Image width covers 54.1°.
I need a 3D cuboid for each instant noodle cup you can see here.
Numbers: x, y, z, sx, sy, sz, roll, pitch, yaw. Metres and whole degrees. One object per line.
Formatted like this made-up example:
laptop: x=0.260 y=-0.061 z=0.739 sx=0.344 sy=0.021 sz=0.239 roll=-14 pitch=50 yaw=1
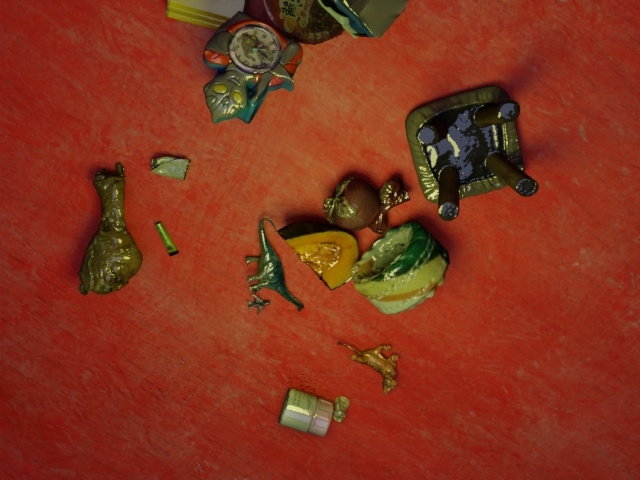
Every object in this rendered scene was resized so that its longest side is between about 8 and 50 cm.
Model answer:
instant noodle cup: x=-0.038 y=-0.655 z=1.651 sx=0.274 sy=0.091 sz=0.274 roll=-5 pitch=105 yaw=-21

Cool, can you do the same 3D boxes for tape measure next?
tape measure: x=0.101 y=-0.680 z=1.579 sx=0.262 sy=0.138 sz=0.259 roll=32 pitch=88 yaw=-26

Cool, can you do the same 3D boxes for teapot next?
teapot: x=0.069 y=0.586 z=2.182 sx=0.057 sy=0.083 sz=0.067 roll=-8 pitch=114 yaw=14

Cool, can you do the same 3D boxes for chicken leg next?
chicken leg: x=-0.663 y=-0.029 z=1.976 sx=0.201 sy=0.153 sz=0.429 roll=8 pitch=106 yaw=11

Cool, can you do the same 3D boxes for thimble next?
thimble: x=0.233 y=0.086 z=1.862 sx=0.288 sy=0.254 sz=0.167 roll=-33 pitch=112 yaw=30

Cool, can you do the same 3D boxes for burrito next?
burrito: x=-0.461 y=-0.228 z=1.920 sx=0.118 sy=0.044 sz=0.074 roll=14 pitch=116 yaw=-3

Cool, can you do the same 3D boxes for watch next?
watch: x=-0.203 y=-0.417 z=1.675 sx=0.241 sy=0.274 sz=0.305 roll=30 pitch=80 yaw=-7

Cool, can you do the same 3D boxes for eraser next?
eraser: x=-0.304 y=-0.666 z=1.710 sx=0.226 sy=0.069 sz=0.158 roll=15 pitch=114 yaw=0

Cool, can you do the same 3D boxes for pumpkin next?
pumpkin: x=0.000 y=0.000 z=1.921 sx=0.169 sy=0.148 sz=0.312 roll=-41 pitch=137 yaw=1

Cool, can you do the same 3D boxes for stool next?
stool: x=0.409 y=-0.240 z=1.731 sx=0.310 sy=0.226 sz=0.310 roll=-16 pitch=108 yaw=12

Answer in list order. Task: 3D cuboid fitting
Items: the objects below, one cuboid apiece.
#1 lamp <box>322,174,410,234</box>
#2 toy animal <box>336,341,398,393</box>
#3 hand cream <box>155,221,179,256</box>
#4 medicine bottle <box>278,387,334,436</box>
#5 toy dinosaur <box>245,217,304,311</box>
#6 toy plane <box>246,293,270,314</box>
lamp: x=0.123 y=-0.118 z=1.861 sx=0.223 sy=0.151 sz=0.215 roll=0 pitch=138 yaw=-38
toy animal: x=0.166 y=0.397 z=2.100 sx=0.255 sy=0.114 sz=0.116 roll=35 pitch=154 yaw=-4
hand cream: x=-0.498 y=-0.004 z=2.029 sx=0.036 sy=0.023 sz=0.122 roll=-19 pitch=113 yaw=9
medicine bottle: x=-0.050 y=0.597 z=2.172 sx=0.168 sy=0.135 sz=0.135 roll=19 pitch=113 yaw=-1
toy dinosaur: x=-0.169 y=0.098 z=2.013 sx=0.147 sy=0.076 sz=0.363 roll=-17 pitch=115 yaw=2
toy plane: x=-0.205 y=0.210 z=2.082 sx=0.083 sy=0.031 sz=0.078 roll=-11 pitch=111 yaw=10
